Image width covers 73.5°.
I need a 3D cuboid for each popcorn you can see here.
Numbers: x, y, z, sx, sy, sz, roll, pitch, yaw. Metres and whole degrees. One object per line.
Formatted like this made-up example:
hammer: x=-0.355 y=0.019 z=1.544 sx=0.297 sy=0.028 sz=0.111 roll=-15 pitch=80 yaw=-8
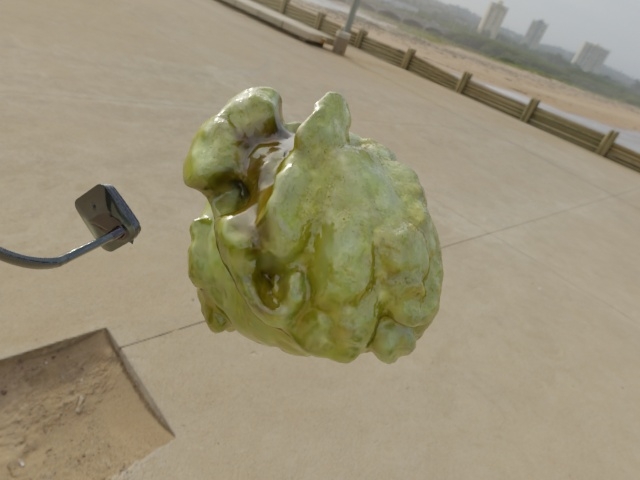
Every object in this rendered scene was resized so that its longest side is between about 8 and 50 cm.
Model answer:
popcorn: x=0.000 y=0.000 z=0.414 sx=0.250 sy=0.241 sz=0.235 roll=21 pitch=66 yaw=16

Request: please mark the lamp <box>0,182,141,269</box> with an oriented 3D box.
lamp: x=-0.474 y=0.001 z=0.703 sx=0.283 sy=0.203 sz=0.124 roll=-20 pitch=90 yaw=-55
